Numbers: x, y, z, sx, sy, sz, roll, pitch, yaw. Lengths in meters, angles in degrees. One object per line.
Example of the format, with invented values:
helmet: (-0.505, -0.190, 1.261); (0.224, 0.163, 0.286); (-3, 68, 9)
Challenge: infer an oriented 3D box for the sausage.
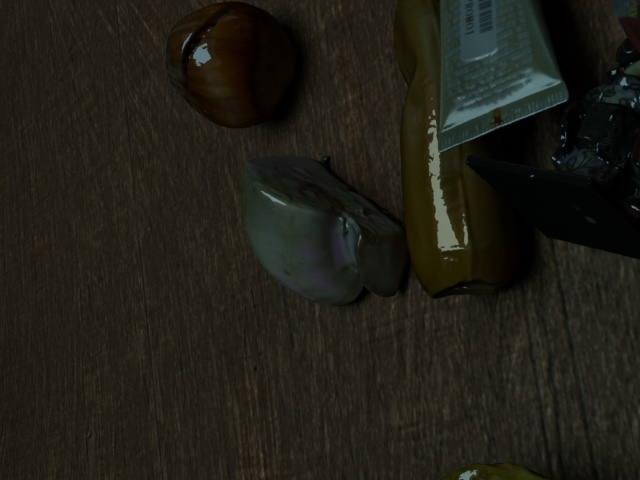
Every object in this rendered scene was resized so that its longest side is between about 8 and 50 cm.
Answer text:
sausage: (0.136, -0.117, 1.104); (0.134, 0.116, 0.354); (55, -152, -75)

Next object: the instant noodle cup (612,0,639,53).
instant noodle cup: (0.364, -0.250, 0.828); (0.274, 0.090, 0.274); (-8, 80, 53)

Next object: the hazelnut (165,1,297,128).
hazelnut: (-0.125, -0.253, 1.443); (0.182, 0.182, 0.182); (-8, 81, 53)

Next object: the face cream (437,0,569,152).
face cream: (0.167, -0.252, 1.040); (0.137, 0.084, 0.341); (-20, 55, 31)

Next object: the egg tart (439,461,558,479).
egg tart: (0.196, 0.379, 0.935); (0.339, 0.153, 0.351); (-46, 59, 23)

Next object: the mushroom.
mushroom: (-0.025, 0.007, 1.271); (0.236, 0.173, 0.162); (40, 121, 48)

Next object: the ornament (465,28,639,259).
ornament: (0.275, -0.104, 0.957); (0.166, 0.153, 0.196); (20, 79, 52)
